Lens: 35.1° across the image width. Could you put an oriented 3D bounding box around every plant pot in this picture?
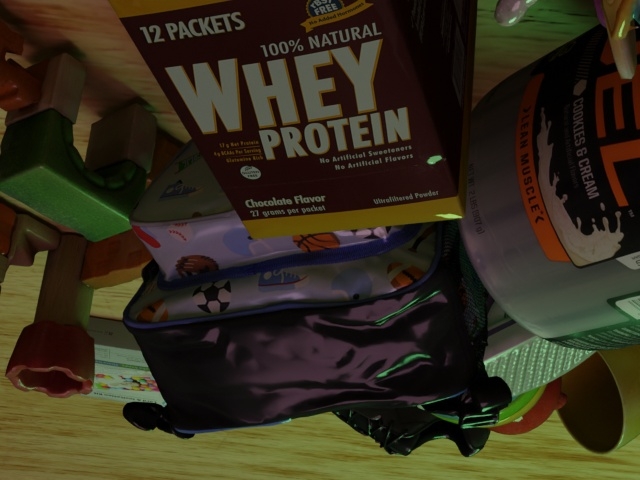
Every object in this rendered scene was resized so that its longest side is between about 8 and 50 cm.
[{"bbox_3d":[0.327,0.156,1.106,0.095,0.134,0.134,-13,155,-20],"label":"plant pot"}]

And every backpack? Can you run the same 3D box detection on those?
[{"bbox_3d":[0.000,0.000,0.740,0.276,0.263,0.213,-5,114,17],"label":"backpack"}]

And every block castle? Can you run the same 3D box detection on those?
[{"bbox_3d":[-0.282,-0.001,0.821,0.303,0.213,0.453,-15,147,31],"label":"block castle"}]

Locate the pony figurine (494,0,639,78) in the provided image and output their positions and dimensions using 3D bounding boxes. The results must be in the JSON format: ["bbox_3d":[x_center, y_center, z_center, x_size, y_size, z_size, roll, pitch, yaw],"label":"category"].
[{"bbox_3d":[0.146,-0.249,0.256,0.351,0.303,0.363,-17,108,33],"label":"pony figurine"}]

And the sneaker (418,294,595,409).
[{"bbox_3d":[0.172,0.018,0.826,0.282,0.161,0.102,-38,144,21],"label":"sneaker"}]

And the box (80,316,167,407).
[{"bbox_3d":[-0.233,0.159,1.281,0.145,0.038,0.186,10,151,-6],"label":"box"}]

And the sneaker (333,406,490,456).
[{"bbox_3d":[0.068,0.182,1.176,0.286,0.130,0.109,5,152,3],"label":"sneaker"}]

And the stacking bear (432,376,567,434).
[{"bbox_3d":[0.164,0.114,1.026,0.175,0.164,0.289,-10,151,26],"label":"stacking bear"}]

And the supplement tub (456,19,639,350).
[{"bbox_3d":[0.235,-0.055,0.545,0.193,0.193,0.316,21,155,-25],"label":"supplement tub"}]

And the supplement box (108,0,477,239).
[{"bbox_3d":[0.001,-0.137,0.555,0.129,0.191,0.194,-5,141,19],"label":"supplement box"}]
